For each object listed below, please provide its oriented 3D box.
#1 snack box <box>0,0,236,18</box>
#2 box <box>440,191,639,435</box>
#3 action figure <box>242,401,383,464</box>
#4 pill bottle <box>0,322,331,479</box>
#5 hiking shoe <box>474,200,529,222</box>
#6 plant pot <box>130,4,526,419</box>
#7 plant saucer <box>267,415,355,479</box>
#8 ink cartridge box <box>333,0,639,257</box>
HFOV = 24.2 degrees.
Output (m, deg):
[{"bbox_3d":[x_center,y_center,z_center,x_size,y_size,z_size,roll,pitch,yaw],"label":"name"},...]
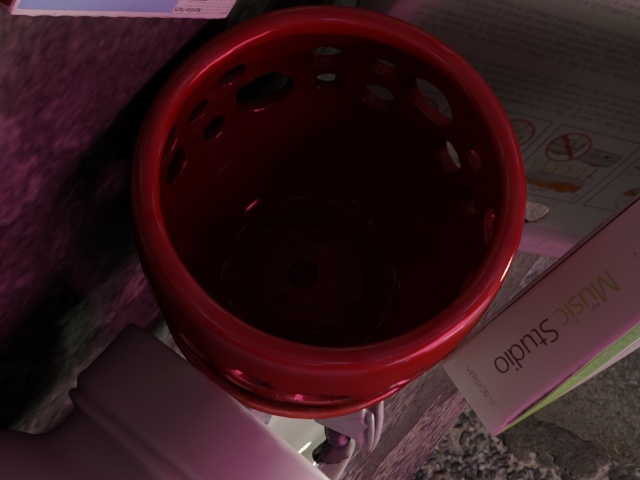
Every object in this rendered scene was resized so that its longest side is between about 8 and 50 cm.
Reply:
[{"bbox_3d":[-0.068,-0.121,0.602,0.064,0.022,0.178,-56,166,19],"label":"snack box"},{"bbox_3d":[0.232,-0.008,0.872,0.232,0.058,0.322,-43,167,31],"label":"box"},{"bbox_3d":[-0.047,0.094,0.976,0.285,0.099,0.185,-41,-149,0],"label":"action figure"},{"bbox_3d":[-0.168,0.251,0.780,0.407,0.229,0.229,-50,166,-10],"label":"pill bottle"},{"bbox_3d":[0.113,-0.067,1.098,0.113,0.132,0.304,-34,156,-53],"label":"hiking shoe"},{"bbox_3d":[0.000,0.000,0.783,0.191,0.191,0.174,-48,168,-18],"label":"plant pot"},{"bbox_3d":[-0.070,0.223,1.313,0.400,0.100,0.400,-49,166,-17],"label":"plant saucer"},{"bbox_3d":[0.164,-0.134,0.884,0.308,0.091,0.385,10,144,-28],"label":"ink cartridge box"}]
